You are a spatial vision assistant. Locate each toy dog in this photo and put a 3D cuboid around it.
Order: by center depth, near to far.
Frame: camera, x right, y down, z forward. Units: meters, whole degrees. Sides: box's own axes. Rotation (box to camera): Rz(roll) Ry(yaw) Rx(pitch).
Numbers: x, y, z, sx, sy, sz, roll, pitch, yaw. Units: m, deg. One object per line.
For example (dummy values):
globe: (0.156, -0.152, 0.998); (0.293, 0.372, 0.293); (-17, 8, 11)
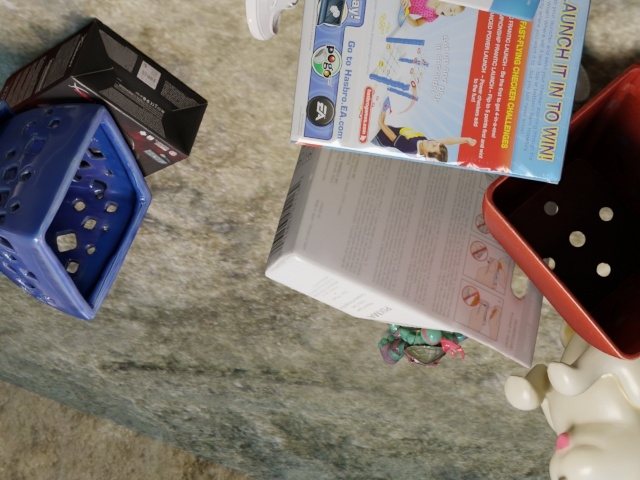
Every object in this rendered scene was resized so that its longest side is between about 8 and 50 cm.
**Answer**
toy dog: (0.472, 0.257, 1.823); (0.395, 0.408, 0.284); (32, 148, -25)

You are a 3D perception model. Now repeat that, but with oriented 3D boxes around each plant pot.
plant pot: (0.363, -0.021, 1.509); (0.267, 0.267, 0.236); (50, 170, 3)
plant pot: (-0.407, -0.054, 1.689); (0.212, 0.236, 0.236); (12, 152, 18)

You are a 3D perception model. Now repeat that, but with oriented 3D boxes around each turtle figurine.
turtle figurine: (0.188, 0.171, 2.129); (0.175, 0.118, 0.234); (19, 156, -4)

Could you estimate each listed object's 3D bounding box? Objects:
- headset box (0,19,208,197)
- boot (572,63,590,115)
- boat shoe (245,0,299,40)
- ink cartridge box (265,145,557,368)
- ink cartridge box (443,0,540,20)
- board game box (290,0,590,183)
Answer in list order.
headset box: (-0.351, -0.184, 1.781); (0.218, 0.110, 0.293); (36, 145, -31)
boot: (0.266, -0.242, 1.382); (0.258, 0.095, 0.123); (36, 152, -29)
boat shoe: (-0.054, -0.318, 1.460); (0.063, 0.066, 0.184); (13, 141, 7)
ink cartridge box: (0.139, -0.021, 1.616); (0.385, 0.308, 0.091); (26, 149, -20)
ink cartridge box: (0.071, -0.337, 1.044); (0.270, 0.198, 0.197); (3, -154, -36)
board game box: (0.136, -0.239, 1.275); (0.302, 0.308, 0.086); (10, -165, 11)
